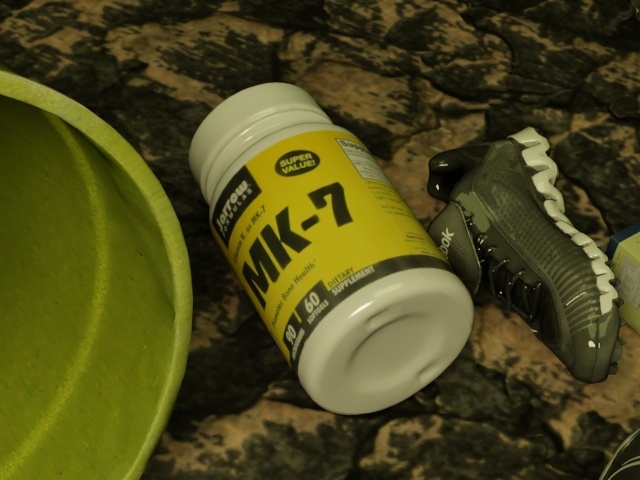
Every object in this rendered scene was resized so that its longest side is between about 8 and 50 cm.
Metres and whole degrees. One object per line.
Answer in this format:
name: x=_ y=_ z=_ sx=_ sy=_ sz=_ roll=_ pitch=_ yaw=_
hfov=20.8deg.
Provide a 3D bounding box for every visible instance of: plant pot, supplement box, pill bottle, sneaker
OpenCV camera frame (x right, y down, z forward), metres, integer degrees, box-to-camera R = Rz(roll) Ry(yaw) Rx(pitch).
plant pot: x=-0.314 y=-0.003 z=0.933 sx=0.366 sy=0.367 sz=0.353 roll=-19 pitch=40 yaw=-27
supplement box: x=0.248 y=0.027 z=1.189 sx=0.083 sy=0.056 sz=0.083 roll=-25 pitch=54 yaw=-31
pill bottle: x=0.000 y=0.000 z=1.124 sx=0.119 sy=0.119 sz=0.208 roll=-14 pitch=49 yaw=-24
sneaker: x=0.128 y=0.012 z=1.171 sx=0.106 sy=0.078 sz=0.234 roll=-5 pitch=42 yaw=-12

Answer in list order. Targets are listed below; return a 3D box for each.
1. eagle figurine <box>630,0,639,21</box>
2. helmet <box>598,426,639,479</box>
eagle figurine: x=0.414 y=-0.184 z=1.378 sx=0.226 sy=0.225 sz=0.298 roll=39 pitch=-1 yaw=-27
helmet: x=0.232 y=0.187 z=0.950 sx=0.161 sy=0.169 sz=0.169 roll=18 pitch=42 yaw=30
